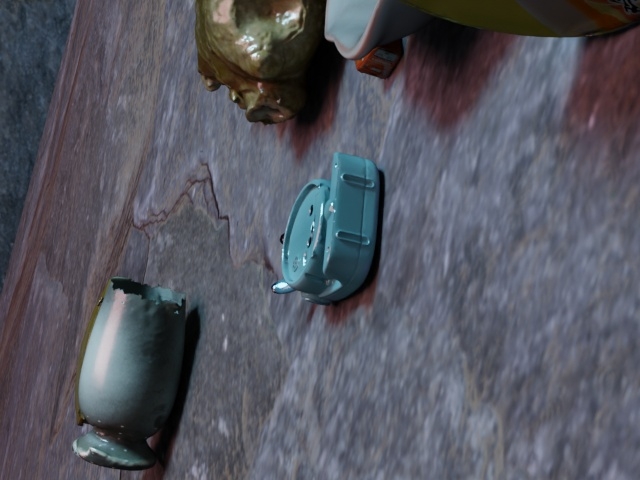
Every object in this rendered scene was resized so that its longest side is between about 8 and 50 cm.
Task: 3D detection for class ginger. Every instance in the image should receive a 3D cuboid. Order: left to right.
[{"bbox_3d":[-0.061,-0.203,1.297,0.270,0.123,0.219,106,158,-66],"label":"ginger"}]

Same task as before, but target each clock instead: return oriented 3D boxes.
[{"bbox_3d":[0.001,0.000,1.090,0.147,0.045,0.108,138,142,-59],"label":"clock"}]

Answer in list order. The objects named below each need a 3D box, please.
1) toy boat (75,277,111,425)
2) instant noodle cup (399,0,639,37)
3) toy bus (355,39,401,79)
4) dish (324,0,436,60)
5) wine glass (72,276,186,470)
[{"bbox_3d":[-0.288,0.153,1.779,0.072,0.064,0.206,-145,68,-85],"label":"toy boat"},{"bbox_3d":[0.113,-0.220,0.728,0.205,0.205,0.153,-22,47,67],"label":"instant noodle cup"},{"bbox_3d":[0.045,-0.185,1.110,0.043,0.031,0.110,128,148,-45],"label":"toy bus"},{"bbox_3d":[0.078,-0.230,0.977,0.229,0.081,0.229,-165,90,-74],"label":"dish"},{"bbox_3d":[-0.211,0.149,1.483,0.111,0.111,0.204,-151,74,-70],"label":"wine glass"}]
